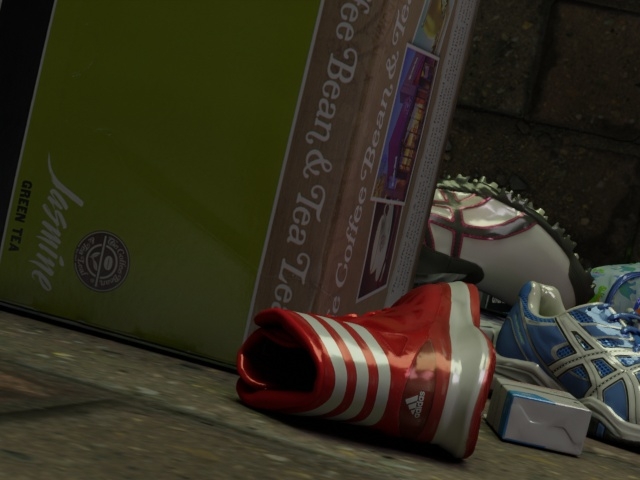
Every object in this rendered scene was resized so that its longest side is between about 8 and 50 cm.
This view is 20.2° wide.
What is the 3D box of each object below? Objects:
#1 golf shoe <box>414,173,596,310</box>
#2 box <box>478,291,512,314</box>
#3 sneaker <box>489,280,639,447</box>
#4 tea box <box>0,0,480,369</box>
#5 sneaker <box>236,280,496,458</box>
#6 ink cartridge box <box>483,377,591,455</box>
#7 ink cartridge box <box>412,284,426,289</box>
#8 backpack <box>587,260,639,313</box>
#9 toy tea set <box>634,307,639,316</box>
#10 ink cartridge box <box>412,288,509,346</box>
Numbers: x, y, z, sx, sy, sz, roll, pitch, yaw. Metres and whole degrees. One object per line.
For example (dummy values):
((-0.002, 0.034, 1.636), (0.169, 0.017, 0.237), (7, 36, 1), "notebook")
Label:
((0.074, -0.001, 1.332), (0.273, 0.120, 0.105), (32, -26, -9), "golf shoe")
((0.094, 0.042, 1.762), (0.220, 0.051, 0.175), (15, 4, 26), "box")
((0.190, 0.084, 1.160), (0.211, 0.081, 0.080), (18, 4, 43), "sneaker")
((-0.088, -0.106, 1.168), (0.323, 0.329, 0.220), (15, 3, 18), "tea box")
((0.020, 0.054, 0.995), (0.128, 0.087, 0.221), (14, 2, -5), "sneaker")
((0.127, 0.102, 1.063), (0.048, 0.028, 0.083), (13, 3, -4), "ink cartridge box")
((0.000, 0.000, 1.516), (0.190, 0.082, 0.139), (12, -20, -38), "ink cartridge box")
((0.262, 0.070, 1.478), (0.114, 0.105, 0.084), (4, 7, -37), "backpack")
((0.344, 0.119, 1.240), (0.200, 0.124, 0.336), (-18, 15, -13), "toy tea set")
((0.046, 0.059, 1.366), (0.208, 0.045, 0.206), (12, 3, 14), "ink cartridge box")
